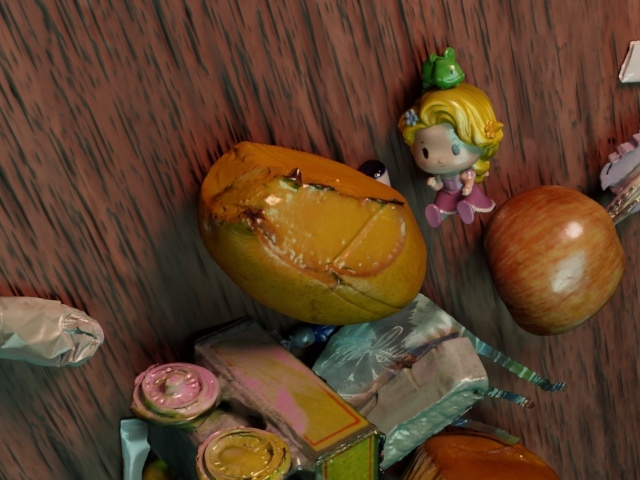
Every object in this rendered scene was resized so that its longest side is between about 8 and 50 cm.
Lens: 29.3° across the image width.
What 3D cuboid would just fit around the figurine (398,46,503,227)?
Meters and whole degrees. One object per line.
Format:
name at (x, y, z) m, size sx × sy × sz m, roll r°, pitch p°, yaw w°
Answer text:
figurine at (0.124, -0.104, 1.137) m, size 0.095 × 0.115 × 0.156 m, roll -9°, pitch 110°, yaw 19°

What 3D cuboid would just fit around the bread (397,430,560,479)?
bread at (0.182, 0.282, 1.385) m, size 0.190 × 0.132 × 0.114 m, roll 13°, pitch 115°, yaw -37°

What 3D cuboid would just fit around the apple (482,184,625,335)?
apple at (0.231, 0.016, 1.220) m, size 0.131 × 0.146 × 0.146 m, roll -28°, pitch 131°, yaw 7°

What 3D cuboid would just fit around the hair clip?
hair clip at (0.383, -0.112, 1.255) m, size 0.292 × 0.084 × 0.106 m, roll -44°, pitch 144°, yaw 11°

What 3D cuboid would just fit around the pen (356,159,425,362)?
pen at (0.076, 0.031, 1.227) m, size 0.033 × 0.033 × 0.269 m, roll -25°, pitch 129°, yaw -10°

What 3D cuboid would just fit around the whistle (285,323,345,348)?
whistle at (0.002, 0.091, 1.232) m, size 0.083 × 0.029 × 0.033 m, roll -18°, pitch 165°, yaw -9°

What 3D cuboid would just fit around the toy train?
toy train at (-0.062, 0.188, 1.124) m, size 0.177 × 0.261 × 0.134 m, roll -24°, pitch 131°, yaw -28°

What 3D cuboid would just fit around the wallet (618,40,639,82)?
wallet at (0.339, -0.178, 1.231) m, size 0.083 × 0.011 × 0.044 m, roll -3°, pitch 122°, yaw -25°

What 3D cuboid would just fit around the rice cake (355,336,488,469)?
rice cake at (0.035, 0.218, 1.276) m, size 0.336 × 0.066 × 0.063 m, roll -38°, pitch 140°, yaw 14°

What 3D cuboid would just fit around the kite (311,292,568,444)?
kite at (0.124, 0.151, 1.304) m, size 0.310 × 0.015 × 0.169 m, roll 30°, pitch 115°, yaw -35°

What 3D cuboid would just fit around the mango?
mango at (0.000, 0.000, 1.104) m, size 0.252 × 0.126 × 0.154 m, roll 30°, pitch 103°, yaw -39°

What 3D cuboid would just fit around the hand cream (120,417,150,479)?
hand cream at (-0.180, 0.270, 1.260) m, size 0.052 × 0.038 × 0.216 m, roll -25°, pitch 131°, yaw -47°

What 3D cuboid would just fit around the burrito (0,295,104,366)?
burrito at (-0.285, 0.073, 1.054) m, size 0.203 × 0.064 × 0.064 m, roll 11°, pitch 116°, yaw -30°
